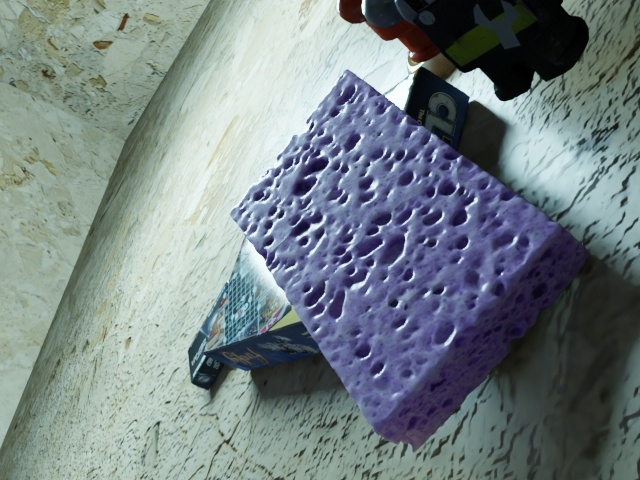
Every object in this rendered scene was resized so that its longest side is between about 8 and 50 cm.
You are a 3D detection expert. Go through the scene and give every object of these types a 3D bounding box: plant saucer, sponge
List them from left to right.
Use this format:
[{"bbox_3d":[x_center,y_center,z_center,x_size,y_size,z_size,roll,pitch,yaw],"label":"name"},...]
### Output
[{"bbox_3d":[0.029,-0.005,0.416,0.117,0.031,0.210,-49,37,7],"label":"sponge"},{"bbox_3d":[0.085,-0.146,0.574,0.083,0.015,0.083,-51,24,33],"label":"plant saucer"}]

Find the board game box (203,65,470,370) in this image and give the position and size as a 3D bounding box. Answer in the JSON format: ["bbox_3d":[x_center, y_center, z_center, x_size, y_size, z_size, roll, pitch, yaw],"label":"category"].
[{"bbox_3d":[0.000,0.000,0.569,0.243,0.042,0.165,-26,42,60],"label":"board game box"}]

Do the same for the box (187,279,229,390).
[{"bbox_3d":[-0.094,0.086,0.736,0.083,0.018,0.067,-59,20,12],"label":"box"}]

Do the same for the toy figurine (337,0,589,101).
[{"bbox_3d":[0.081,-0.194,0.392,0.213,0.148,0.209,-46,23,10],"label":"toy figurine"}]
